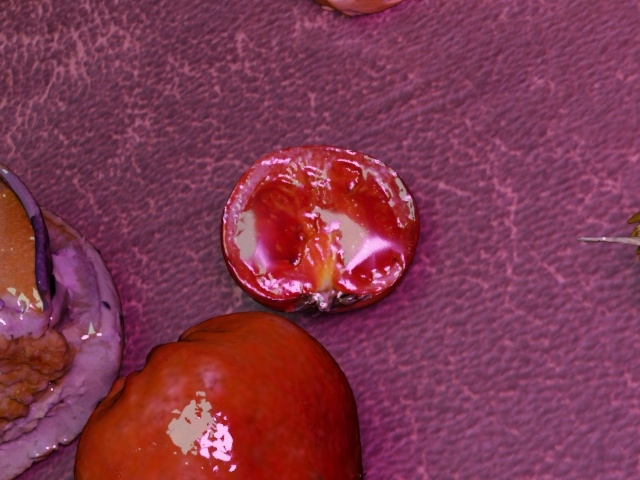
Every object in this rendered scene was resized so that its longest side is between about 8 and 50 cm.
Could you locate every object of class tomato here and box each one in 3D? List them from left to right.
[{"bbox_3d":[0.000,0.000,1.507,0.159,0.091,0.139,-6,72,-1],"label":"tomato"}]

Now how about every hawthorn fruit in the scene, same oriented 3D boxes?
[{"bbox_3d":[-0.060,0.193,1.391,0.224,0.224,0.261,-33,78,14],"label":"hawthorn fruit"}]

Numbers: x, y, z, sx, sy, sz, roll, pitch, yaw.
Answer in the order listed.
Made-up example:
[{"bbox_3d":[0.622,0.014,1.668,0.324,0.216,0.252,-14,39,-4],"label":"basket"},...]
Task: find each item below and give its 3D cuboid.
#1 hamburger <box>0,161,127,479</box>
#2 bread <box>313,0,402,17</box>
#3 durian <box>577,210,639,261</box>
[{"bbox_3d":[-0.341,0.063,1.613,0.318,0.195,0.277,-30,53,13],"label":"hamburger"},{"bbox_3d":[0.035,-0.255,1.611,0.149,0.073,0.122,-20,61,22],"label":"bread"},{"bbox_3d":[0.369,0.025,1.224,0.355,0.169,0.157,17,79,34],"label":"durian"}]
